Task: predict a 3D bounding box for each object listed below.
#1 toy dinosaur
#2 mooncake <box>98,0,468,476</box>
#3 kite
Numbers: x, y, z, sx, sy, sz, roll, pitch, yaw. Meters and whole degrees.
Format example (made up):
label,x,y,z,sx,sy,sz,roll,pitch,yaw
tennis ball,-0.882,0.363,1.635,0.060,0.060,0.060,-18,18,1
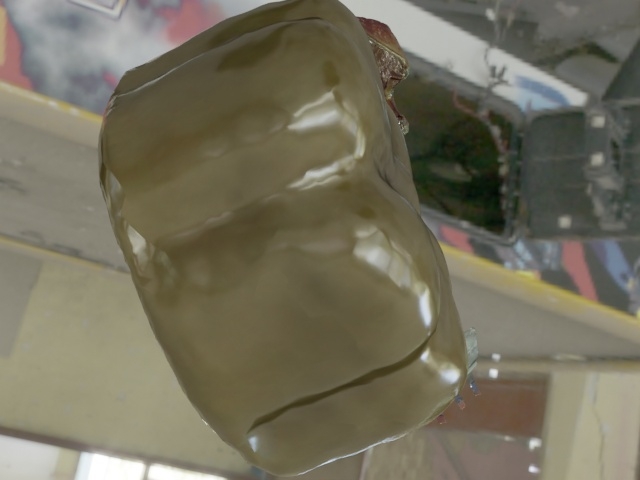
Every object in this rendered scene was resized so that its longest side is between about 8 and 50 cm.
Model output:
label,x,y,z,sx,sy,sz,roll,pitch,yaw
toy dinosaur,0.070,-0.238,1.603,0.113,0.206,0.327,-17,178,-9
mooncake,-0.018,-0.011,1.011,0.262,0.467,0.467,-21,160,8
kite,0.172,0.197,1.342,0.015,0.141,0.245,54,180,29
